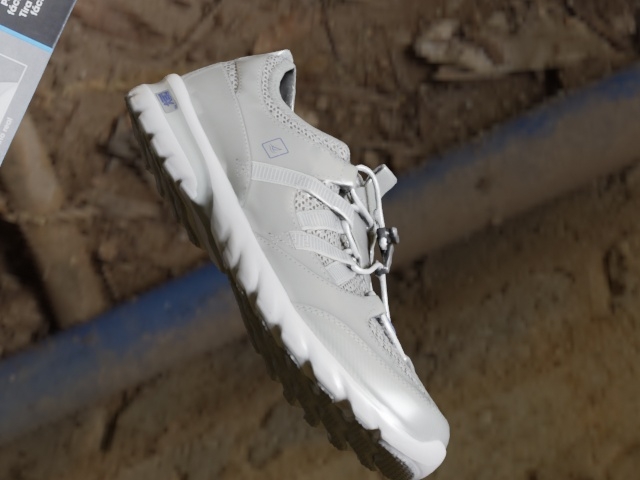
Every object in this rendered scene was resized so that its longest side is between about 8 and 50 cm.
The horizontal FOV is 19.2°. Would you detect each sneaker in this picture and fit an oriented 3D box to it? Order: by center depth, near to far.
[{"bbox_3d":[0.000,0.000,1.027,0.115,0.281,0.105,-29,156,-9],"label":"sneaker"}]

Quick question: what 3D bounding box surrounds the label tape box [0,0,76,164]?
[{"bbox_3d":[-0.353,-0.166,1.283,0.334,0.106,0.240,23,94,-31],"label":"label tape box"}]
